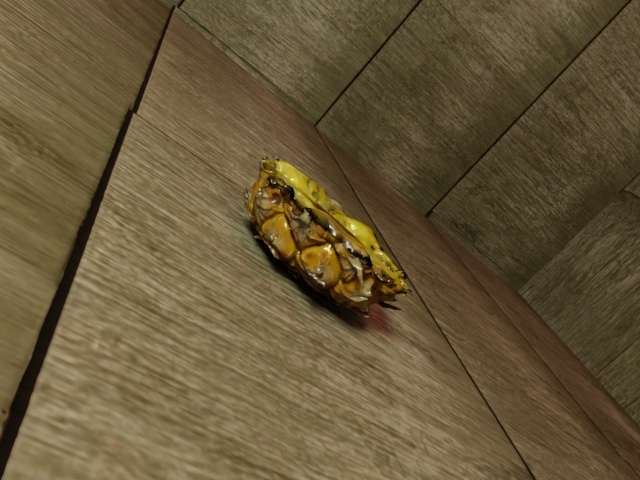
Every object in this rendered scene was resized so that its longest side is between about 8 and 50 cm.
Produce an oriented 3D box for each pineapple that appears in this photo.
[{"bbox_3d":[0.000,0.000,0.598,0.225,0.076,0.225,41,11,-10],"label":"pineapple"}]
